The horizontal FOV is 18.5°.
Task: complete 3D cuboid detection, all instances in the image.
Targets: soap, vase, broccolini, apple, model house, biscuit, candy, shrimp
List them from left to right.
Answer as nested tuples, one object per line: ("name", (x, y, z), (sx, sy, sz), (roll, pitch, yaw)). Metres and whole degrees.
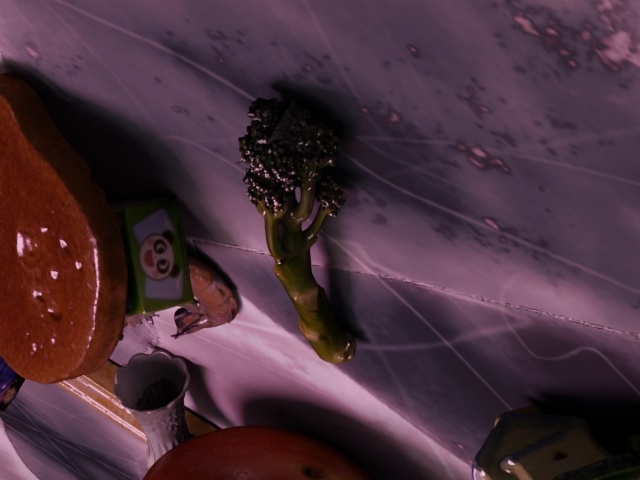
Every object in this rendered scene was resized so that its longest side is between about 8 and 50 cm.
("biscuit", (-0.256, -0.004, 1.717), (0.257, 0.049, 0.273), (55, 142, 13))
("candy", (-0.194, 0.014, 1.749), (0.194, 0.062, 0.097), (-2, 99, 52))
("soap", (-0.190, 0.194, 2.181), (0.252, 0.037, 0.092), (31, 155, 2))
("vase", (-0.164, 0.190, 2.059), (0.081, 0.081, 0.149), (21, 145, 25))
("shrimp", (-0.147, 0.058, 1.854), (0.126, 0.047, 0.223), (27, 154, -8))
("apple", (-0.067, 0.359, 1.961), (0.277, 0.348, 0.348), (10, 154, 4))
("broccolini", (0.001, 0.005, 1.569), (0.074, 0.079, 0.392), (13, 159, 16))
("model house", (0.217, 0.228, 1.604), (0.189, 0.195, 0.214), (38, 148, 58))

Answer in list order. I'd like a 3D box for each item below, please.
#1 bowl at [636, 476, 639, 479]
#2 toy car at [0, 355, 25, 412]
("bowl", (0.299, 0.241, 1.446), (0.313, 0.313, 0.146), (48, -177, -32))
("toy car", (-0.402, 0.117, 2.160), (0.235, 0.172, 0.158), (1, 158, 46))
